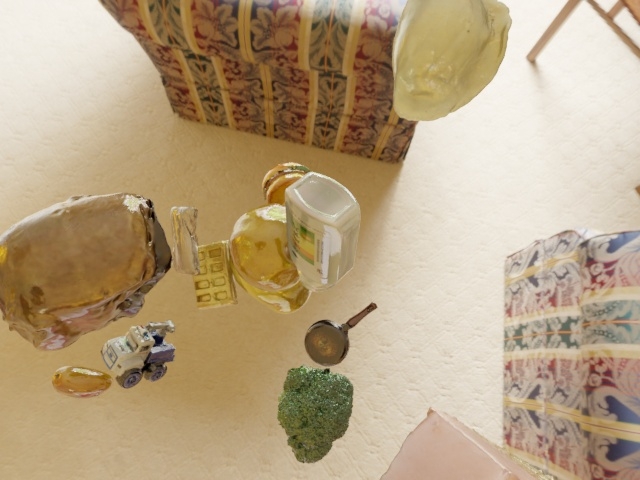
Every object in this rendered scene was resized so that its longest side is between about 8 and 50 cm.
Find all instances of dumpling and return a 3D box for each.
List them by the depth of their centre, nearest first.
[{"bbox_3d":[0.209,-0.316,0.724,0.179,0.131,0.252,14,91,1],"label":"dumpling"}]

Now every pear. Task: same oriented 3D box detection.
[{"bbox_3d":[-0.172,0.074,1.735,0.362,0.362,0.418,-27,112,-12],"label":"pear"}]

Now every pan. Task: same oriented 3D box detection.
[{"bbox_3d":[0.053,0.221,1.071,0.212,0.040,0.115,-39,82,9],"label":"pan"}]

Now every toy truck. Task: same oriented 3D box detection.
[{"bbox_3d":[-0.567,0.345,1.407,0.161,0.213,0.177,43,109,27],"label":"toy truck"}]

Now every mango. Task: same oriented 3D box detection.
[{"bbox_3d":[-0.494,0.294,0.921,0.114,0.080,0.060,23,51,-26],"label":"mango"}]

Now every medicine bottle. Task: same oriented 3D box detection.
[{"bbox_3d":[0.000,0.000,1.078,0.179,0.324,0.124,37,62,22],"label":"medicine bottle"}]

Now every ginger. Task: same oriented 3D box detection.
[{"bbox_3d":[-0.402,0.039,0.720,0.223,0.269,0.200,-14,63,-47],"label":"ginger"}]

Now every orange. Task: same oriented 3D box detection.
[{"bbox_3d":[-0.144,0.021,1.373,0.279,0.235,0.279,23,56,-40],"label":"orange"}]

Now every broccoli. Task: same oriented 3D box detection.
[{"bbox_3d":[-0.035,0.504,1.312,0.254,0.269,0.269,32,71,-26],"label":"broccoli"}]

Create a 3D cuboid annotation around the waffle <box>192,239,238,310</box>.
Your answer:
[{"bbox_3d":[-0.435,0.141,1.792,0.168,0.057,0.274,-10,85,11],"label":"waffle"}]

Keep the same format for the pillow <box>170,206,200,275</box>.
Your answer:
[{"bbox_3d":[-0.499,-0.003,1.632,0.067,0.173,0.270,2,83,-45],"label":"pillow"}]

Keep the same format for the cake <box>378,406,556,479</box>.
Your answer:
[{"bbox_3d":[0.301,0.535,0.840,0.307,0.293,0.314,38,81,-18],"label":"cake"}]

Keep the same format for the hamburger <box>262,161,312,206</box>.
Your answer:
[{"bbox_3d":[-0.134,-0.230,1.896,0.246,0.246,0.170,-18,54,-9],"label":"hamburger"}]
